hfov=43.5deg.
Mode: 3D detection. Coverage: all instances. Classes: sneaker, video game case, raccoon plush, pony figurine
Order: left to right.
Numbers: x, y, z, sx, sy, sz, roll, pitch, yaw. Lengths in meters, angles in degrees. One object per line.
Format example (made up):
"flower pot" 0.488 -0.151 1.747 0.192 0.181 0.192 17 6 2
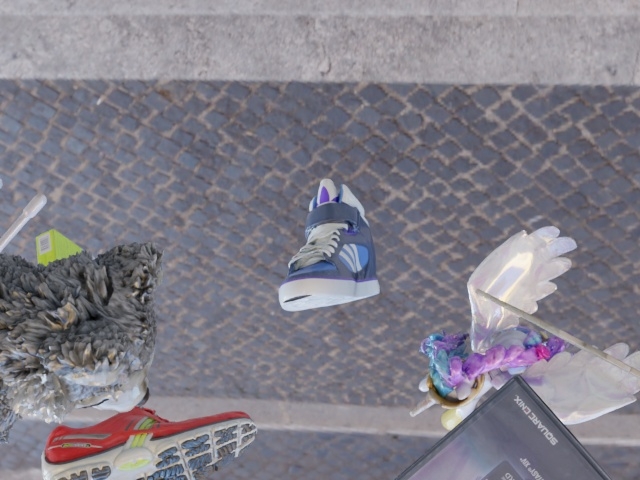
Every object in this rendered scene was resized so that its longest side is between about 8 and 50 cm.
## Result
"raccoon plush" -0.360 0.061 0.714 0.446 0.216 0.299 25 138 -37
"sneaker" -0.222 0.254 1.053 0.279 0.118 0.107 -7 134 -22
"sneaker" 0.001 0.000 1.486 0.130 0.236 0.323 -17 171 26
"video game case" 0.127 0.275 0.666 0.274 0.196 0.026 -43 158 7
"pony figurine" 0.306 0.192 1.305 0.351 0.302 0.363 -32 163 3

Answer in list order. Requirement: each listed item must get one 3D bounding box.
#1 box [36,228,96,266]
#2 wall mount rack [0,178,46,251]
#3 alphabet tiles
"box" -0.442 0.065 1.456 0.042 0.109 0.178 -23 149 11
"wall mount rack" -0.448 0.080 1.038 0.131 0.304 0.350 0 177 -6
"alphabet tiles" 0.327 0.131 1.008 0.198 0.237 0.009 28 92 -20
